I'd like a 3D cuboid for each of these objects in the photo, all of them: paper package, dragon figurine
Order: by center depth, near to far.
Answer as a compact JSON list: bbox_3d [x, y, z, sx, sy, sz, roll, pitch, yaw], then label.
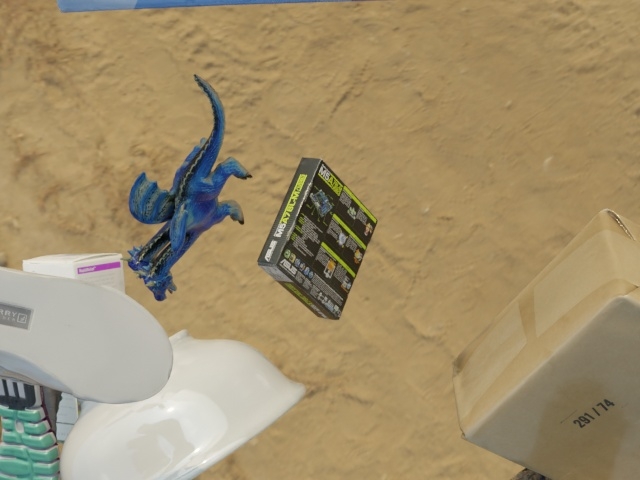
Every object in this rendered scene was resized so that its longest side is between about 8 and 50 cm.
[{"bbox_3d":[-0.161,-0.044,1.242,0.085,0.144,0.289,40,147,18],"label":"dragon figurine"},{"bbox_3d":[0.389,0.170,1.401,0.310,0.168,0.325,26,126,-15],"label":"paper package"}]

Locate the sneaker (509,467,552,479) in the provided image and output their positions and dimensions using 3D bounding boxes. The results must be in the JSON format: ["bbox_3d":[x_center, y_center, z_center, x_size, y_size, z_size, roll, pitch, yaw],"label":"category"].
[{"bbox_3d":[0.325,0.389,1.430,0.111,0.297,0.129,-41,106,-10],"label":"sneaker"}]

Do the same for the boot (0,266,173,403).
[{"bbox_3d":[-0.254,0.067,0.872,0.123,0.258,0.095,-6,64,54],"label":"boot"}]

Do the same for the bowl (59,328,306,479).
[{"bbox_3d":[-0.173,0.190,1.187,0.298,0.298,0.134,-32,89,28],"label":"bowl"}]

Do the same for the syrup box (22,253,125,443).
[{"bbox_3d":[-0.309,0.136,1.383,0.093,0.096,0.236,-1,94,33],"label":"syrup box"}]

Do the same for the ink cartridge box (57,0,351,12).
[{"bbox_3d":[-0.060,-0.369,1.020,0.396,0.151,0.270,-5,122,-9],"label":"ink cartridge box"}]

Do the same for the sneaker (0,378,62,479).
[{"bbox_3d":[-0.333,0.221,1.292,0.083,0.098,0.223,10,113,16],"label":"sneaker"}]

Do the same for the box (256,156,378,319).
[{"bbox_3d":[0.000,0.000,1.636,0.045,0.191,0.184,5,65,36],"label":"box"}]
